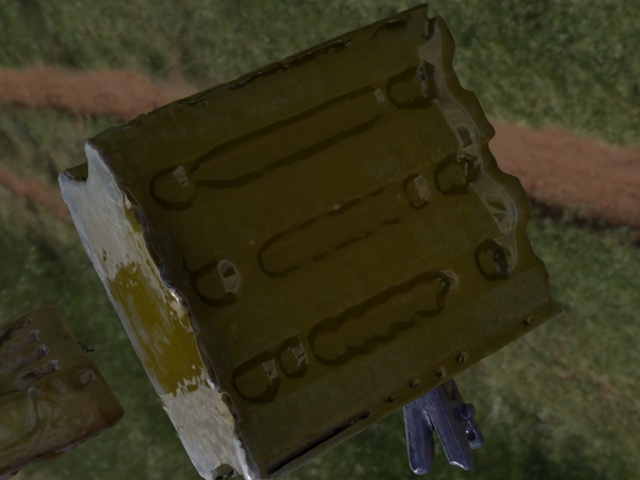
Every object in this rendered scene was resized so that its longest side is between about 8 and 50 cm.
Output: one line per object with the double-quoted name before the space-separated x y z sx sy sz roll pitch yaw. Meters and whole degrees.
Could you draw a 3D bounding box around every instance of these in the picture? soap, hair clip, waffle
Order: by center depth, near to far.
"soap" 0.000 0.000 0.957 0.156 0.335 0.293 -21 96 61
"waffle" -0.352 0.170 1.120 0.078 0.304 0.348 68 165 -14
"hair clip" 0.099 0.113 1.137 0.137 0.090 0.278 -11 114 32
